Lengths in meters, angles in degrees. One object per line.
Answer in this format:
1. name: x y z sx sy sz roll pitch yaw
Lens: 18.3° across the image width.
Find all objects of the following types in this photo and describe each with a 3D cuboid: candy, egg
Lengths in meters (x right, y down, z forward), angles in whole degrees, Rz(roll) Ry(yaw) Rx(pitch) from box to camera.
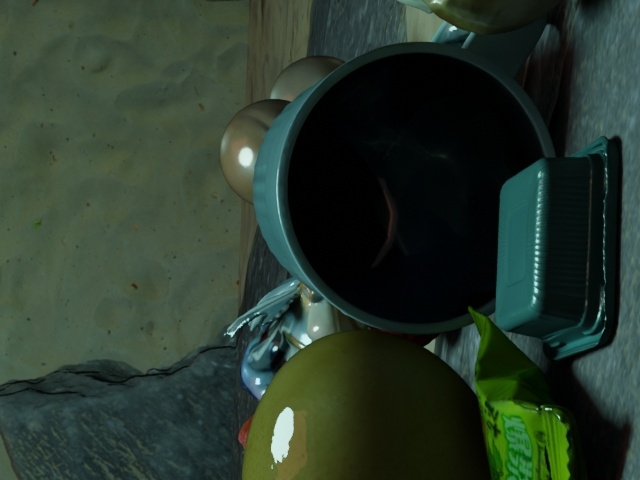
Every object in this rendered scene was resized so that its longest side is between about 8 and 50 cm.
1. candy: 0.171 0.164 1.685 0.246 0.069 0.149 -108 6 -67
2. egg: 0.051 0.230 1.809 0.250 0.250 0.322 -103 -4 -60

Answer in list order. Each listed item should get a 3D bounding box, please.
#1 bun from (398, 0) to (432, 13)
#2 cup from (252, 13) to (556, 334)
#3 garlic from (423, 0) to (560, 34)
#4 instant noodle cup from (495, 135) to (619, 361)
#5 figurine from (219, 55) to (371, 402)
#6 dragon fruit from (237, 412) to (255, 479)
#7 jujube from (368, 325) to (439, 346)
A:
1. bun: 0.091 -0.375 2.017 0.263 0.175 0.263 -159 90 -83
2. cup: 0.069 -0.084 1.920 0.311 0.256 0.331 -173 86 -82
3. garlic: 0.152 -0.334 1.759 0.151 0.196 0.338 -47 34 49
4. instant noodle cup: 0.197 0.006 1.682 0.157 0.070 0.179 140 135 -74
5. figurine: 0.001 0.000 2.383 0.276 0.248 0.388 -55 -19 -58
6. dragon fruit: 0.023 0.266 2.110 0.305 0.225 0.305 -173 90 -81
7. jujube: 0.088 0.053 2.172 0.112 0.109 0.176 -59 12 6
